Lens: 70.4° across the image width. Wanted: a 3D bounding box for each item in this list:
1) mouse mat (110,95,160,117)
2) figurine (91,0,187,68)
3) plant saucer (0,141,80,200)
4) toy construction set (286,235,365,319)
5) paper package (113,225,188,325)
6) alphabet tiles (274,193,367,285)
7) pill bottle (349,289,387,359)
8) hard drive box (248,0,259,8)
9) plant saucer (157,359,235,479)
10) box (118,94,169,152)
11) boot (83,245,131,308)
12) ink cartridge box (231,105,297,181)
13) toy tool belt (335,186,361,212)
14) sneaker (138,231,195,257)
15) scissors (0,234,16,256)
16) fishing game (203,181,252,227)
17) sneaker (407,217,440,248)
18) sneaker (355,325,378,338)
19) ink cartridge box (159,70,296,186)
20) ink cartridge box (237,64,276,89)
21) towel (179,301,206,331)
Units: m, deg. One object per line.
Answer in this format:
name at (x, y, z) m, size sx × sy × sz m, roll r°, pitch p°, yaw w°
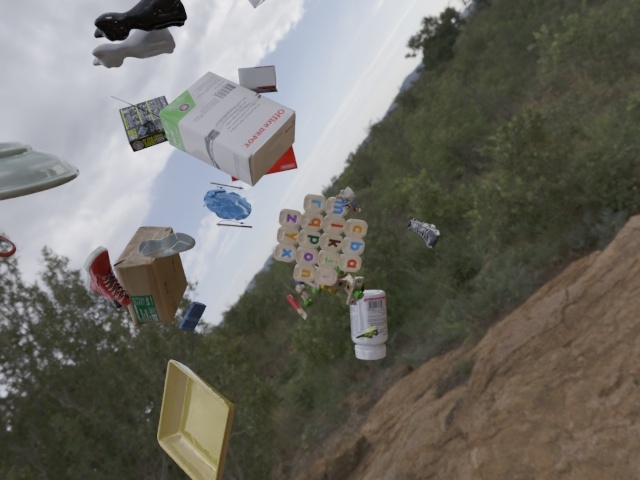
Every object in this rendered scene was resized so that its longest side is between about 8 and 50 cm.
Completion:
mouse mat at (-0.750, -0.544, 1.853) m, size 0.152 × 0.189 × 0.007 m, roll 16°, pitch -79°, yaw -52°
figurine at (-0.453, -0.499, 1.097) m, size 0.209 × 0.092 × 0.214 m, roll -36°, pitch 9°, yaw -29°
plant saucer at (-0.830, -0.180, 1.131) m, size 0.400 × 0.399 × 0.101 m, roll -56°, pitch -35°, yaw -63°
toy construction set at (0.030, 0.188, 1.780) m, size 0.309 × 0.237 × 0.257 m, roll -51°, pitch -42°, yaw 7°
paper package at (-0.719, 0.150, 1.952) m, size 0.310 × 0.168 × 0.325 m, roll -89°, pitch -5°, yaw -59°
alphabet tiles at (0.000, 0.000, 1.424) m, size 0.021 × 0.277 × 0.284 m, roll -87°, pitch 6°, yaw -76°
pill bottle at (0.212, 0.365, 1.986) m, size 0.160 × 0.160 × 0.283 m, roll -174°, pitch 81°, yaw -88°
hard drive box at (-0.245, -0.926, 1.511) m, size 0.089 × 0.232 × 0.181 m, roll -43°, pitch 20°, yaw -9°
plant saucer at (-0.403, 0.604, 1.506) m, size 0.081 × 0.332 × 0.333 m, roll -3°, pitch -70°, yaw -51°
box at (-0.749, -0.517, 1.990) m, size 0.216 × 0.270 × 0.060 m, roll -23°, pitch -38°, yaw -12°
boot at (-0.704, 0.133, 1.533) m, size 0.088 × 0.176 × 0.244 m, roll -48°, pitch -5°, yaw -41°
ink cartridge box at (-0.240, -0.375, 1.760) m, size 0.274 × 0.239 × 0.060 m, roll -13°, pitch -2°, yaw -9°
toy tool belt at (0.075, -0.104, 1.264) m, size 0.051 × 0.083 × 0.052 m, roll -30°, pitch 40°, yaw -2°
sneaker at (-0.404, 0.016, 1.217) m, size 0.061 × 0.152 × 0.054 m, roll 66°, pitch -163°, yaw -70°
scissors at (-0.990, -0.052, 1.331) m, size 0.108 × 0.297 × 0.021 m, roll -18°, pitch -27°, yaw -39°
fishing game at (-0.355, -0.130, 1.727) m, size 0.041 × 0.189 × 0.264 m, roll -63°, pitch 36°, yaw 35°
sneaker at (0.449, -0.039, 2.021) m, size 0.229 × 0.132 × 0.086 m, roll -67°, pitch 2°, yaw -75°
sneaker at (0.159, 0.322, 1.548) m, size 0.083 × 0.035 × 0.031 m, roll -28°, pitch -6°, yaw 19°
ink cartridge box at (-0.225, -0.284, 1.143) m, size 0.198 × 0.272 × 0.115 m, roll -53°, pitch -17°, yaw -29°
ink cartridge box at (-0.167, -0.437, 1.243) m, size 0.135 × 0.099 × 0.056 m, roll -100°, pitch 5°, yaw -78°
towel at (-0.489, 0.289, 1.734) m, size 0.067 × 0.029 × 0.120 m, roll 26°, pitch -85°, yaw -48°
